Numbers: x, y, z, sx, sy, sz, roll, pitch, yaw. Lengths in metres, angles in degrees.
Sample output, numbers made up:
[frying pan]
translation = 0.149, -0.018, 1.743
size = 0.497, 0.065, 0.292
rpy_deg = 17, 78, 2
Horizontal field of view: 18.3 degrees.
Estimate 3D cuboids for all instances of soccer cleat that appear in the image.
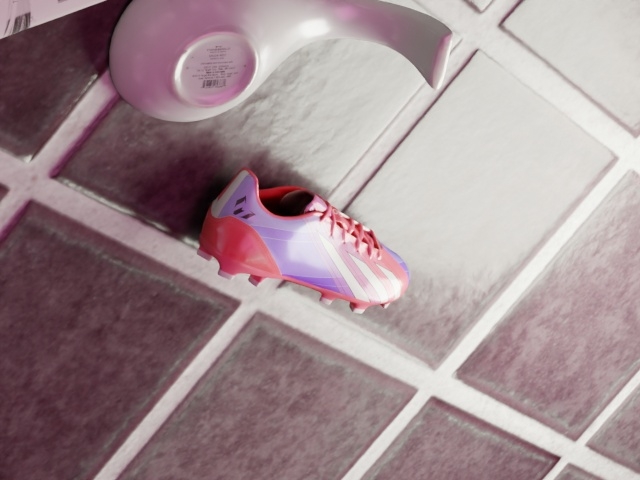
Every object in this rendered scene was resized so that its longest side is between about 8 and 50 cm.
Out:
[soccer cleat]
translation = 0.000, 0.000, 1.751
size = 0.248, 0.083, 0.095
rpy_deg = 12, 112, -43

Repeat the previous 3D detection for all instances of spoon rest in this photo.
[spoon rest]
translation = -0.037, -0.157, 1.588
size = 0.276, 0.084, 0.137
rpy_deg = -3, 127, -22

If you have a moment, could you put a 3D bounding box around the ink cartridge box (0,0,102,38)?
[ink cartridge box]
translation = -0.226, -0.219, 1.346
size = 0.203, 0.086, 0.148
rpy_deg = -23, 137, -22
